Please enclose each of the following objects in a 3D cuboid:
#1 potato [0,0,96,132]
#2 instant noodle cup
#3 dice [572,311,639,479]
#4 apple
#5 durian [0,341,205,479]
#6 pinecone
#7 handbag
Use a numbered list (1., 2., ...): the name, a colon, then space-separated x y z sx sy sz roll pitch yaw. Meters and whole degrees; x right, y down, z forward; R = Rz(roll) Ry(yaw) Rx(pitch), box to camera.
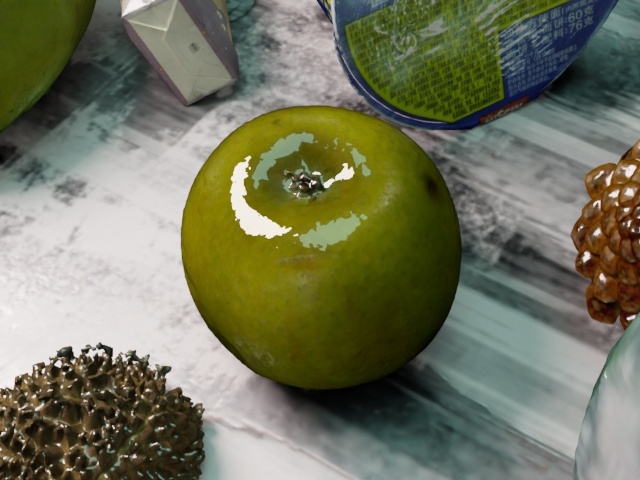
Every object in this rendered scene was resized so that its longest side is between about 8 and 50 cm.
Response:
1. potato: -0.289 -0.214 0.824 0.216 0.216 0.304 9 60 9
2. instant noodle cup: 0.068 -0.292 0.857 0.284 0.284 0.312 -21 45 -14
3. dice: 0.325 0.148 0.428 0.328 0.348 0.330 -16 51 -8
4. apple: 0.000 0.000 0.678 0.196 0.157 0.196 -4 58 6
5. durian: -0.157 0.131 0.618 0.148 0.091 0.188 19 56 16
6. pinecone: 0.255 0.000 0.674 0.174 0.173 0.173 -1 51 1
7. handbag: -0.128 -0.216 0.877 0.095 0.117 0.173 -24 50 7
